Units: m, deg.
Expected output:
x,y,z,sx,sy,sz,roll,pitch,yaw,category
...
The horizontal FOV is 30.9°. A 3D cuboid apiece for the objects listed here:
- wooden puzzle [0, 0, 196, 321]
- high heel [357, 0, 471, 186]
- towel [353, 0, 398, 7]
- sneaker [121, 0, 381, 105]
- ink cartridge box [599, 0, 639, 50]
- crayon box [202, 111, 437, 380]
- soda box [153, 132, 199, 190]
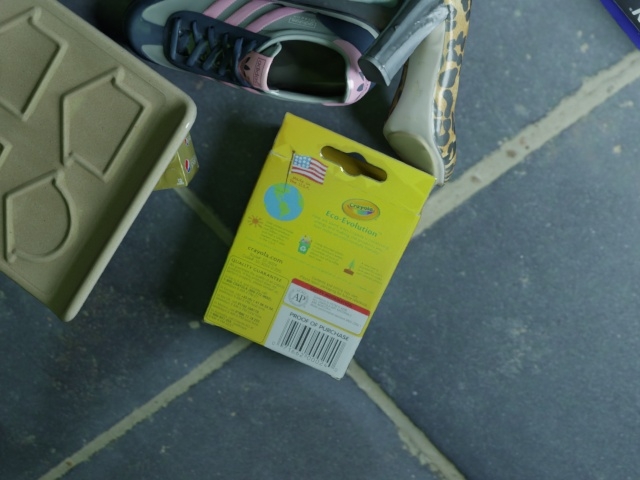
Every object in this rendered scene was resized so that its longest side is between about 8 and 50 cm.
x,y,z,sx,sy,sz,roll,pitch,yaw,category
-0.347,-0.125,1.411,0.347,0.080,0.322,37,107,11,wooden puzzle
0.148,-0.189,1.334,0.093,0.186,0.261,27,160,35,high heel
-0.020,-0.452,1.192,0.320,0.090,0.375,14,116,-6,towel
-0.087,-0.222,1.322,0.318,0.131,0.112,8,119,8,sneaker
0.345,-0.267,1.189,0.206,0.045,0.208,46,157,-12,ink cartridge box
0.000,0.000,1.447,0.202,0.081,0.319,24,120,-1,crayon box
-0.250,-0.096,1.464,0.181,0.058,0.061,-7,114,15,soda box
